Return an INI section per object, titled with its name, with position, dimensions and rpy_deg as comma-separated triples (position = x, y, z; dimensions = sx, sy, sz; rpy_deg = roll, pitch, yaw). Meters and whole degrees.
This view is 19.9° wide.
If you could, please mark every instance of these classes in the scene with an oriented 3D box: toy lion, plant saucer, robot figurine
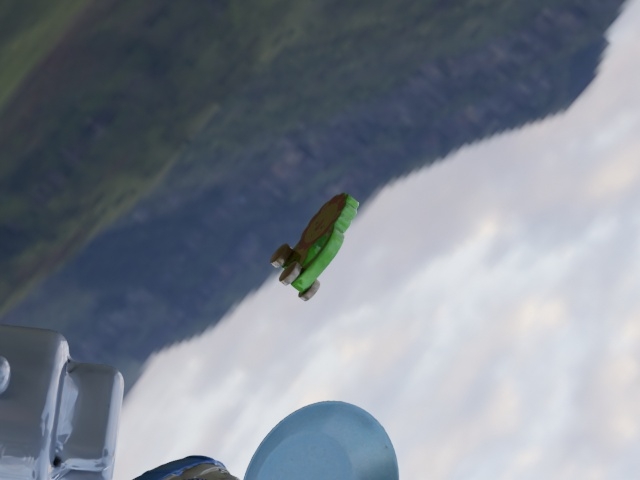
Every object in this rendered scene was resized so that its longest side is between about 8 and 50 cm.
[toy lion]
position = 0.000, 0.000, 1.650
dimensions = 0.096, 0.034, 0.100
rpy_deg = -49, -164, 6
[plant saucer]
position = -0.009, 0.249, 1.791
dimensions = 0.037, 0.195, 0.195
rpy_deg = 10, -121, 53
[robot figurine]
position = -0.387, 0.181, 1.910
dimensions = 0.300, 0.353, 0.200
rpy_deg = 103, -7, -58

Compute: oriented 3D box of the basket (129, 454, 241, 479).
[basket]
position = -0.153, 0.301, 1.615
dimensions = 0.289, 0.201, 0.254
rpy_deg = 4, -154, 43
